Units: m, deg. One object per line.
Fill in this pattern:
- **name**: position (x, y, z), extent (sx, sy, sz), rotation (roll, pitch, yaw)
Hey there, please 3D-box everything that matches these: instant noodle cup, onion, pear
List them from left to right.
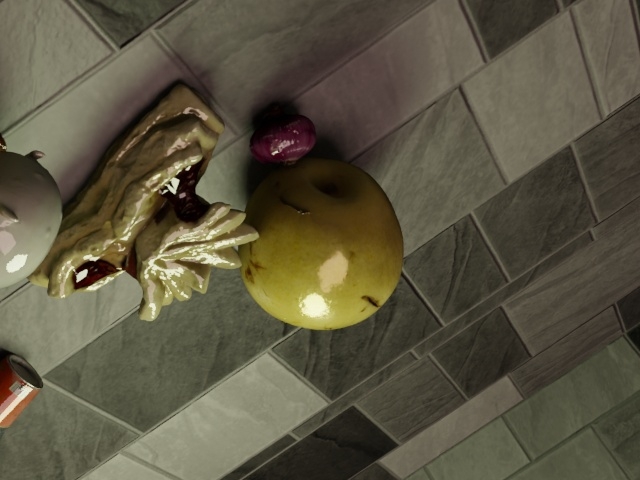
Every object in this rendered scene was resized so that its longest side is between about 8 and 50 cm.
- **instant noodle cup**: position (-0.583, 0.282, 1.854), extent (0.135, 0.127, 0.127), rotation (-43, 144, 3)
- **onion**: position (-0.065, -0.175, 1.702), extent (0.115, 0.115, 0.104), rotation (-18, 99, -18)
- **pear**: position (0.000, 0.000, 1.784), extent (0.309, 0.309, 0.309), rotation (-20, 144, -16)

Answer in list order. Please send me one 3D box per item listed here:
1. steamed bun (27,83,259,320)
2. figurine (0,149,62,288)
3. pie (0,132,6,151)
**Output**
- **steamed bun**: position (-0.261, -0.019, 1.658), extent (0.428, 0.189, 0.247), rotation (-45, 145, 17)
- **figurine**: position (-0.521, -0.087, 1.331), extent (0.394, 0.274, 0.227), rotation (31, 71, -24)
- **pie**: position (-0.504, -0.136, 1.463), extent (0.092, 0.034, 0.170), rotation (-30, 145, 4)
